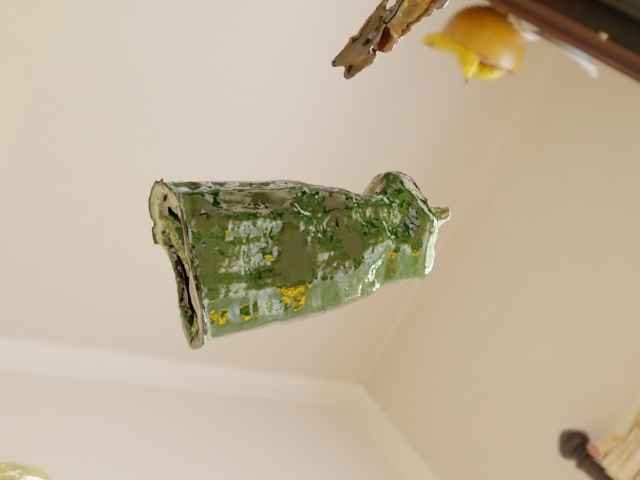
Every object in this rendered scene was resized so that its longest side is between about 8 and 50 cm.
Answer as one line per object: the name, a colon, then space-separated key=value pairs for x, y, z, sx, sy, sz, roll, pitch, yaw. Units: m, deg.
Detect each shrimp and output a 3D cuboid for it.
shrimp: x=0.096 y=-0.227 z=0.696 sx=0.066 sy=0.262 sz=0.117 roll=24 pitch=-150 yaw=-47

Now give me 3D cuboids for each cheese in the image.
cheese: x=-0.350 y=0.313 z=1.181 sx=0.050 sy=0.127 sz=0.255 roll=50 pitch=-175 yaw=20

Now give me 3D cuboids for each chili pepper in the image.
chili pepper: x=0.000 y=0.000 z=0.850 sx=0.270 sy=0.099 sz=0.136 roll=-8 pitch=-124 yaw=-30
